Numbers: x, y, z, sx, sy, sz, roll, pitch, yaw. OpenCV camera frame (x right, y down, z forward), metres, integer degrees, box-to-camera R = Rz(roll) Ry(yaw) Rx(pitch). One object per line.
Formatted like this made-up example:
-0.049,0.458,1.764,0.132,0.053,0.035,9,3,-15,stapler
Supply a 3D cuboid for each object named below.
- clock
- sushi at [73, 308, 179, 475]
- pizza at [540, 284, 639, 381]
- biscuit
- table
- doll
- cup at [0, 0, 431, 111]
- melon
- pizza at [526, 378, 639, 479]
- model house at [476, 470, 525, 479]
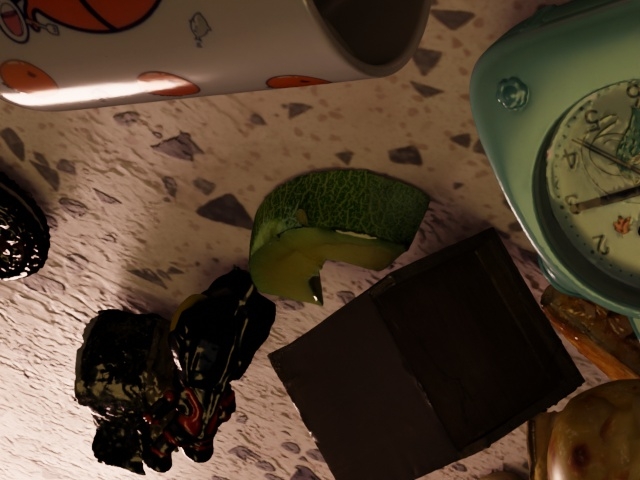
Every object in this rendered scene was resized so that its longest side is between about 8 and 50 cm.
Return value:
0.245,-0.049,0.880,0.223,0.094,0.274,-12,110,32,clock
-0.205,0.178,1.412,0.114,0.147,0.213,10,139,15,sushi
0.273,0.092,1.136,0.134,0.046,0.175,33,173,35,pizza
-0.375,-0.025,1.304,0.194,0.053,0.195,12,144,9,biscuit
0.099,0.115,1.129,0.193,0.172,0.169,-39,78,46,table
-0.123,0.133,1.304,0.088,0.127,0.249,26,117,12,doll
-0.108,-0.197,0.831,0.317,0.212,0.212,-4,138,30,cup
0.000,0.000,1.162,0.118,0.064,0.209,26,146,-17,melon
0.229,0.181,1.080,0.080,0.204,0.188,21,114,-21,pizza
0.193,0.522,1.508,0.334,0.343,0.382,28,143,-9,model house
